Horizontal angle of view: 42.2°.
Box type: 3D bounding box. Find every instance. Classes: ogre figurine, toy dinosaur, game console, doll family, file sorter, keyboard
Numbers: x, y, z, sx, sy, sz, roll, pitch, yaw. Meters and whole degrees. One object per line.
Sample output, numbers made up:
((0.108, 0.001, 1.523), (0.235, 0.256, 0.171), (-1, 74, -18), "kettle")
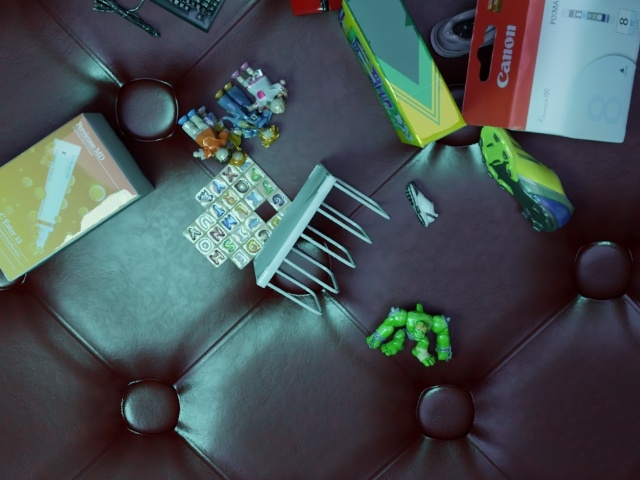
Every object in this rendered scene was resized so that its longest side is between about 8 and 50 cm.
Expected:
((0.216, 0.214, 1.921), (0.197, 0.097, 0.118), (19, 117, 12), "ogre figurine")
((-0.174, -0.245, 1.775), (0.082, 0.090, 0.047), (24, 93, 30), "toy dinosaur")
((-0.002, -0.574, 1.820), (0.124, 0.085, 0.144), (-1, 106, 27), "game console")
((-0.181, -0.260, 1.849), (0.263, 0.118, 0.163), (-44, 90, -12), "doll family")
((0.000, 0.000, 1.833), (0.173, 0.193, 0.277), (33, 97, -13), "file sorter")
((-0.380, -0.557, 1.830), (0.317, 0.033, 0.201), (30, 98, -3), "keyboard")

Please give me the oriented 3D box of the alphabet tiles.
((-0.195, -0.056, 1.918), (0.237, 0.009, 0.198), (-43, 97, 6), "alphabet tiles")

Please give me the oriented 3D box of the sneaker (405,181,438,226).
((0.232, -0.088, 1.902), (0.044, 0.040, 0.109), (-29, 102, -12), "sneaker")

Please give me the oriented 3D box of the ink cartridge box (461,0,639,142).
((0.497, -0.377, 1.755), (0.385, 0.091, 0.308), (2, 101, -25), "ink cartridge box")

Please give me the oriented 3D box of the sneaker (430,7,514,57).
((0.390, -0.470, 1.793), (0.297, 0.129, 0.111), (-20, 96, 2), "sneaker")

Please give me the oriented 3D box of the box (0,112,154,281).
((-0.580, -0.100, 1.831), (0.345, 0.168, 0.215), (-33, 97, 5), "box")

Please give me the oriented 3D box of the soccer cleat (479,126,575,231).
((0.467, -0.152, 1.876), (0.121, 0.093, 0.289), (-37, 93, -25), "soccer cleat")

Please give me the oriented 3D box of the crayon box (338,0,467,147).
((0.156, -0.352, 1.692), (0.106, 0.363, 0.313), (-29, 98, 4), "crayon box")
